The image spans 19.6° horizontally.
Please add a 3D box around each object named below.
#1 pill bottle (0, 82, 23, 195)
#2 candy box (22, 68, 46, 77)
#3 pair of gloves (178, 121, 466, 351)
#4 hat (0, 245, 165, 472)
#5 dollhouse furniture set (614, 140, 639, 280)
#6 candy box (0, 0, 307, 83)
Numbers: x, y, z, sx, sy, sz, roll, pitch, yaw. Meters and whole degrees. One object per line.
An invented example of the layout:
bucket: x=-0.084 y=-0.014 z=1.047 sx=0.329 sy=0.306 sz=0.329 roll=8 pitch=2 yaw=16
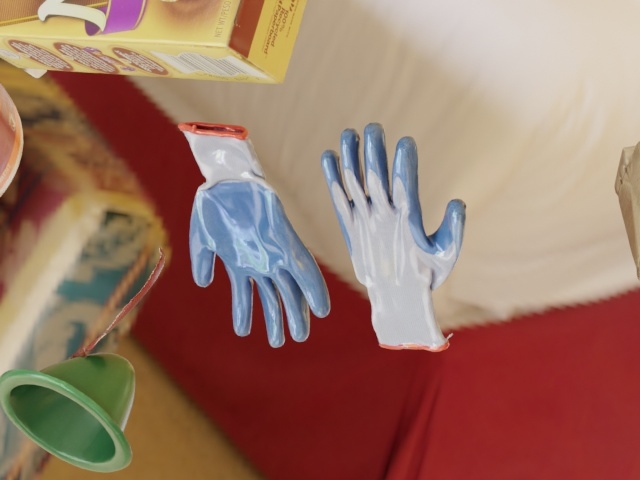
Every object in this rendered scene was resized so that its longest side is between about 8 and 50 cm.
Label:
pill bottle: x=-0.273 y=-0.099 z=1.167 sx=0.121 sy=0.221 sz=0.121 roll=-3 pitch=70 yaw=7
candy box: x=-0.232 y=-0.266 z=1.590 sx=0.070 sy=0.165 sz=0.196 roll=33 pitch=24 yaw=-52
pair of gloves: x=0.000 y=0.000 z=1.097 sx=0.198 sy=0.159 sz=0.023 roll=5 pitch=36 yaw=30
hat: x=-0.241 y=0.142 z=2.118 sx=0.208 sy=0.173 sz=0.183 roll=-9 pitch=39 yaw=46
dollhouse furniture set: x=0.363 y=0.037 z=1.102 sx=0.303 sy=0.198 sz=0.286 roll=-11 pitch=74 yaw=0
candy box: x=-0.090 y=-0.141 z=0.942 sx=0.187 sy=0.109 sz=0.053 roll=6 pitch=-15 yaw=38
